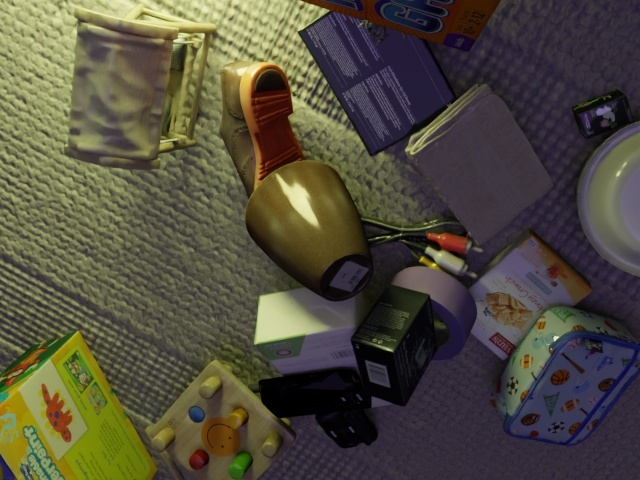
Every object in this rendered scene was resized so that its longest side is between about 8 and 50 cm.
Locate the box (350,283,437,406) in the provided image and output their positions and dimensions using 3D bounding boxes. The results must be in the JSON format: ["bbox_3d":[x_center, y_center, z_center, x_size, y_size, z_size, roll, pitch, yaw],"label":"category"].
[{"bbox_3d":[0.144,0.196,1.196,0.093,0.158,0.156,12,134,31],"label":"box"}]

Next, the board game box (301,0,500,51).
[{"bbox_3d":[0.119,-0.523,0.861,0.356,0.356,0.356,18,93,3],"label":"board game box"}]

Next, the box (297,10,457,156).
[{"bbox_3d":[0.109,-0.315,1.143,0.184,0.103,0.261,-27,104,20],"label":"box"}]

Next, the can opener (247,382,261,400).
[{"bbox_3d":[-0.160,0.350,1.481,0.283,0.076,0.095,-15,112,15],"label":"can opener"}]

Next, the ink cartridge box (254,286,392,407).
[{"bbox_3d":[0.029,0.235,1.331,0.207,0.119,0.353,-13,139,16],"label":"ink cartridge box"}]

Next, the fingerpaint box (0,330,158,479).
[{"bbox_3d":[-0.614,0.504,1.473,0.163,0.371,0.445,-18,108,17],"label":"fingerpaint box"}]

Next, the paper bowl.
[{"bbox_3d":[0.593,-0.072,1.087,0.284,0.148,0.284,3,97,21],"label":"paper bowl"}]

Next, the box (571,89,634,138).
[{"bbox_3d":[0.501,-0.225,1.127,0.083,0.062,0.052,-20,108,18],"label":"box"}]

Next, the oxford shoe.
[{"bbox_3d":[-0.120,-0.177,1.256,0.133,0.130,0.363,21,127,38],"label":"oxford shoe"}]

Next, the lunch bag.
[{"bbox_3d":[0.509,0.279,1.285,0.243,0.115,0.303,16,118,-17],"label":"lunch bag"}]

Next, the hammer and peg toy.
[{"bbox_3d":[-0.260,0.468,1.426,0.266,0.127,0.361,43,106,2],"label":"hammer and peg toy"}]

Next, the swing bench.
[{"bbox_3d":[-0.326,-0.282,1.157,0.165,0.254,0.253,17,114,4],"label":"swing bench"}]

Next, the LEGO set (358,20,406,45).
[{"bbox_3d":[0.105,-0.357,1.061,0.083,0.023,0.054,-11,108,13],"label":"LEGO set"}]

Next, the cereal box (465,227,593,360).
[{"bbox_3d":[0.400,0.115,1.293,0.173,0.047,0.240,40,114,-6],"label":"cereal box"}]

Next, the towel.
[{"bbox_3d":[0.292,-0.132,1.149,0.187,0.049,0.282,-39,122,7],"label":"towel"}]

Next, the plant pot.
[{"bbox_3d":[0.000,0.000,1.179,0.215,0.230,0.215,-16,132,-19],"label":"plant pot"}]

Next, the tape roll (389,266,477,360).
[{"bbox_3d":[0.215,0.149,1.286,0.189,0.080,0.189,21,136,21],"label":"tape roll"}]

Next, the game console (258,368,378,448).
[{"bbox_3d":[0.022,0.381,1.387,0.213,0.044,0.361,-10,141,16],"label":"game console"}]

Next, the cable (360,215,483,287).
[{"bbox_3d":[0.185,-0.002,1.272,0.287,0.072,0.139,18,118,3],"label":"cable"}]
